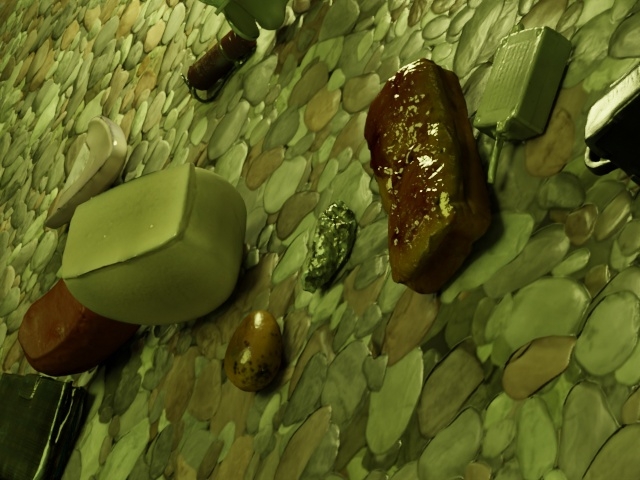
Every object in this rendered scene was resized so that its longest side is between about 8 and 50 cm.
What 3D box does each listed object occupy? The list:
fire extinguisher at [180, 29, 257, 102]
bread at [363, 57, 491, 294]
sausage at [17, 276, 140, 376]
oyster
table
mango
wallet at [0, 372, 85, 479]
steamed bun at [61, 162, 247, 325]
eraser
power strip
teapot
[{"bbox_3d":[-0.157,-0.260,2.261,0.157,0.045,0.078,-36,58,39],"label":"fire extinguisher"},{"bbox_3d":[0.104,-0.070,1.568,0.139,0.077,0.271,-52,29,35],"label":"bread"},{"bbox_3d":[-0.322,0.107,2.091,0.258,0.133,0.133,-39,33,39],"label":"sausage"},{"bbox_3d":[0.000,0.001,1.727,0.098,0.037,0.100,-54,27,12],"label":"oyster"},{"bbox_3d":[-0.071,-0.408,2.124,0.198,0.166,0.166,-44,31,31],"label":"table"},{"bbox_3d":[-0.076,0.125,1.722,0.079,0.057,0.114,-51,19,28],"label":"mango"},{"bbox_3d":[-0.435,0.279,2.212,0.317,0.044,0.169,-4,64,61],"label":"wallet"},{"bbox_3d":[-0.197,0.015,1.913,0.242,0.164,0.146,-18,48,33],"label":"steamed bun"},{"bbox_3d":[-0.365,-0.117,2.462,0.243,0.059,0.204,-8,56,62],"label":"eraser"},{"bbox_3d":[0.197,-0.137,1.513,0.075,0.042,0.175,-5,61,59],"label":"power strip"},{"bbox_3d":[0.292,-0.123,1.287,0.177,0.087,0.096,-44,26,30],"label":"teapot"}]
